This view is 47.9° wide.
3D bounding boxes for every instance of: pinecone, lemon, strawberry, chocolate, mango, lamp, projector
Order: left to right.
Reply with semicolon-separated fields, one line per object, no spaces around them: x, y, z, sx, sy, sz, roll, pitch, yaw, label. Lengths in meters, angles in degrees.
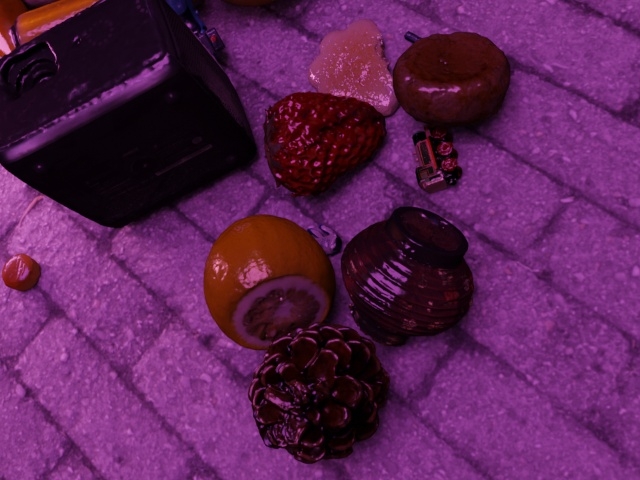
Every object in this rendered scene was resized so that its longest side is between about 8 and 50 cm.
-0.792;-0.529;1.842;0.138;0.113;0.253;-34;73;7;mango
-0.503;-0.533;1.718;0.445;0.162;0.162;-17;67;11;chocolate
-0.377;-0.234;1.428;0.395;0.405;0.242;-27;66;7;projector
-0.100;0.064;1.327;0.240;0.240;0.219;-32;45;6;lemon
-0.013;0.262;1.215;0.243;0.257;0.243;8;104;32;pinecone
0.012;-0.201;1.417;0.244;0.205;0.205;-11;66;-7;strawberry
0.147;0.068;1.246;0.247;0.247;0.247;-6;69;17;lamp

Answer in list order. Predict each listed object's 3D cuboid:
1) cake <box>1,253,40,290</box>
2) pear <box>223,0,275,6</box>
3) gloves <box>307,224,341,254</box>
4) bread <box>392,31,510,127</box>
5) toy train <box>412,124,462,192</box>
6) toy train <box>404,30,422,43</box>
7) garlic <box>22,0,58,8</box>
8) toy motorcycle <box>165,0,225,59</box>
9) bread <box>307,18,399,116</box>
-0.675;0.072;1.621;0.084;0.044;0.084;-6;69;15;cake
-0.160;-0.698;1.575;0.348;0.348;0.348;-6;69;17;pear
0.000;0.000;1.427;0.086;0.026;0.064;-3;69;23;gloves
0.250;-0.300;1.375;0.230;0.123;0.230;-5;44;5;bread
0.220;-0.163;1.396;0.087;0.050;0.138;-18;66;16;toy train
0.212;-0.413;1.506;0.083;0.017;0.017;37;87;26;toy train
-0.691;-0.707;1.889;0.266;0.128;0.148;-35;75;-7;garlic
-0.307;-0.507;1.580;0.123;0.182;0.272;-29;109;1;toy motorcycle
0.062;-0.350;1.523;0.181;0.039;0.251;-18;67;12;bread
